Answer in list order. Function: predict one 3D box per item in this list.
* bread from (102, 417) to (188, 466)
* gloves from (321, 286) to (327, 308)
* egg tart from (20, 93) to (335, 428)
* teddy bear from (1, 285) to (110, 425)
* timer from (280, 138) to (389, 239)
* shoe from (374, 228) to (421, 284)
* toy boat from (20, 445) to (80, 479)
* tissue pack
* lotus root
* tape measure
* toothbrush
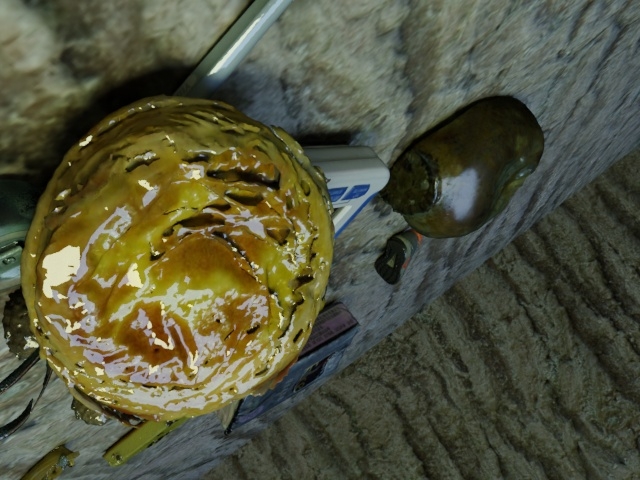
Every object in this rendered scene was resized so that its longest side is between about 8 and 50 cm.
[{"bbox_3d":[-0.368,0.418,1.300,0.226,0.049,0.088,-39,163,7],"label":"bread"},{"bbox_3d":[-0.054,0.099,1.055,0.133,0.116,0.294,-4,167,-3],"label":"gloves"},{"bbox_3d":[-0.110,0.018,0.514,0.297,0.132,0.297,-14,113,-35],"label":"egg tart"},{"bbox_3d":[-0.216,0.091,0.630,0.182,0.129,0.251,-45,136,-19],"label":"teddy bear"},{"bbox_3d":[-0.045,-0.043,0.715,0.253,0.078,0.178,-13,153,-49],"label":"timer"},{"bbox_3d":[0.188,0.039,1.384,0.077,0.074,0.194,-35,161,-23],"label":"shoe"},{"bbox_3d":[-0.494,0.424,1.072,0.149,0.049,0.047,-42,161,14],"label":"toy boat"},{"bbox_3d":[-0.089,0.307,1.444,0.361,0.122,0.259,-22,154,-34],"label":"tissue pack"},{"bbox_3d":[0.241,-0.106,1.001,0.260,0.149,0.267,-15,149,-51],"label":"lotus root"},{"bbox_3d":[-0.233,0.049,0.447,0.104,0.180,0.107,-15,158,-12],"label":"tape measure"},{"bbox_3d":[-0.033,-0.190,0.451,0.342,0.025,0.030,-44,154,20],"label":"toothbrush"}]
